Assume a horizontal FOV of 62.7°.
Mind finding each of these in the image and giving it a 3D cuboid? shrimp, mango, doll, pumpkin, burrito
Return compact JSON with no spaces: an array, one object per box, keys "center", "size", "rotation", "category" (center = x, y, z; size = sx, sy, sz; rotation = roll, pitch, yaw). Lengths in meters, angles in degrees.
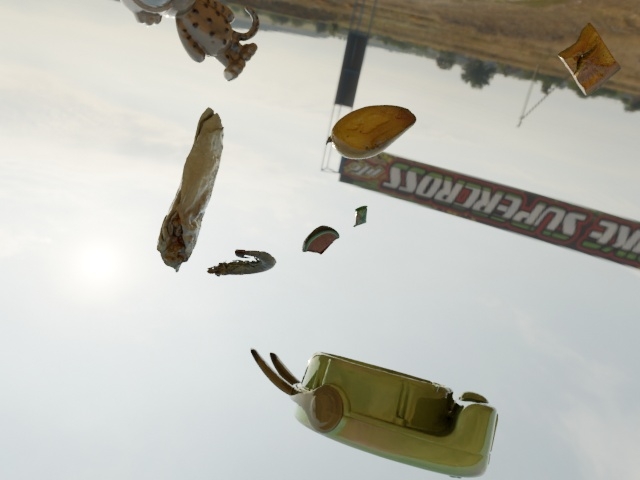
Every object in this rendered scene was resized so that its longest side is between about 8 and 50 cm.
[{"center":[-0.194,0.053,1.226],"size":[0.178,0.034,0.124],"rotation":[-4,157,7],"category":"shrimp"},{"center":[0.099,-0.219,1.046],"size":[0.187,0.101,0.066],"rotation":[-23,166,-3],"category":"mango"},{"center":[-0.232,-0.412,0.933],"size":[0.278,0.154,0.119],"rotation":[31,166,-33],"category":"doll"},{"center":[0.463,-0.308,0.898],"size":[0.101,0.073,0.035],"rotation":[46,-165,-9],"category":"pumpkin"},{"center":[-0.278,-0.125,1.152],"size":[0.076,0.117,0.393],"rotation":[7,-119,5],"category":"burrito"}]

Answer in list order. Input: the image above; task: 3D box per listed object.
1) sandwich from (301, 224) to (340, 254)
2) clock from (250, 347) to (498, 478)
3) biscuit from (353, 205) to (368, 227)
[{"center":[-0.003,0.000,1.291],"size":[0.101,0.069,0.026],"rotation":[-43,-136,-9],"category":"sandwich"},{"center":[0.044,0.153,0.507],"size":[0.231,0.069,0.170],"rotation":[13,171,12],"category":"clock"},{"center":[0.122,-0.073,1.582],"size":[0.046,0.089,0.016],"rotation":[-19,-126,-14],"category":"biscuit"}]
